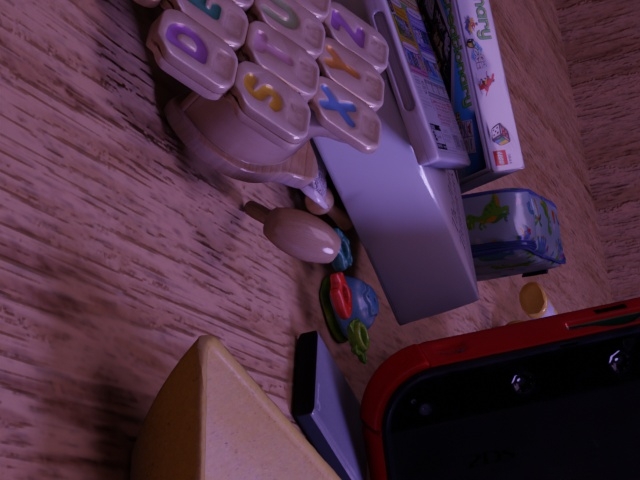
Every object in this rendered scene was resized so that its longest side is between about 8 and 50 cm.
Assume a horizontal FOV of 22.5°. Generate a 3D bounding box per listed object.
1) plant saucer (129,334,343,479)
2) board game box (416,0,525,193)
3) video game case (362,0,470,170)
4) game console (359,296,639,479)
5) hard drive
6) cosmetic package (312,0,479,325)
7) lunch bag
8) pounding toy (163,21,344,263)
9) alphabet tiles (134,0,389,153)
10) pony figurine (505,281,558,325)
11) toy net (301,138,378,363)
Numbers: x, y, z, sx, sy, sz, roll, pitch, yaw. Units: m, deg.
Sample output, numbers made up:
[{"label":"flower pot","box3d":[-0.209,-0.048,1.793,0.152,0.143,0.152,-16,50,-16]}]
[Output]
[{"label":"plant saucer","box3d":[-0.047,0.283,1.088,0.333,0.081,0.333,55,26,-51]},{"label":"board game box","box3d":[0.144,-0.209,1.936,0.193,0.053,0.305,-22,-103,62]},{"label":"video game case","box3d":[0.089,-0.161,1.523,0.212,0.023,0.193,-6,77,-76]},{"label":"game console","box3d":[0.243,0.236,1.526,0.060,0.386,0.342,-126,-154,-72]},{"label":"hard drive","box3d":[0.010,0.160,1.466,0.094,0.022,0.135,-87,157,-43]},{"label":"cosmetic package","box3d":[0.062,-0.142,1.669,0.377,0.097,0.284,-94,160,-52]},{"label":"lunch bag","box3d":[0.187,-0.002,1.907,0.219,0.176,0.090,16,68,-69]},{"label":"pounding toy","box3d":[-0.069,-0.103,1.329,0.154,0.155,0.269,24,39,-34]},{"label":"alphabet tiles","box3d":[-0.055,-0.191,1.275,0.278,0.021,0.284,33,36,-19]},{"label":"pony figurine","box3d":[0.402,0.250,2.330,0.363,0.303,0.351,22,46,-52]},{"label":"toy net","box3d":[0.000,0.000,1.525,0.122,0.045,0.232,-59,132,-64]}]
